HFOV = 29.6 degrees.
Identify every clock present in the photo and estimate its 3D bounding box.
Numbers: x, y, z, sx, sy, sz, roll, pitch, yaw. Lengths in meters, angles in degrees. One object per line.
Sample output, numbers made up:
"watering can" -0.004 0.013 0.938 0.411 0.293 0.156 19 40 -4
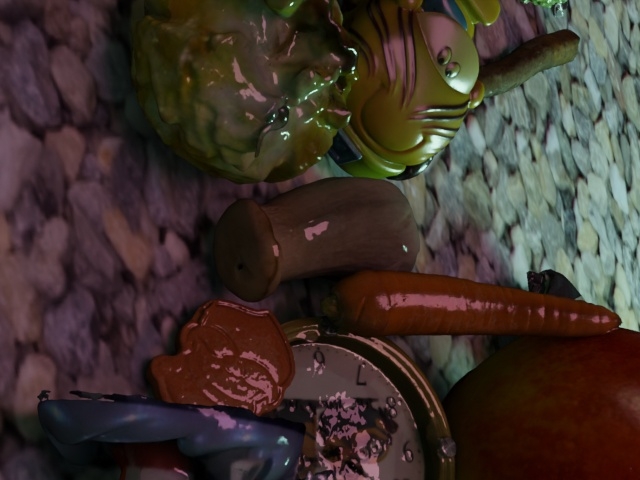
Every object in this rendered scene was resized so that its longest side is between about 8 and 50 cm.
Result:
"clock" 0.007 0.180 1.026 0.237 0.057 0.237 14 62 -27

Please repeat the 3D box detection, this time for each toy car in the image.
"toy car" 0.084 -0.179 1.163 0.200 0.142 0.248 48 47 -31

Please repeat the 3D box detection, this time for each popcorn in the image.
"popcorn" -0.054 -0.147 0.957 0.198 0.212 0.198 23 38 -19

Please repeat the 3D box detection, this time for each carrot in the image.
"carrot" 0.129 0.059 1.061 0.271 0.066 0.062 5 59 -17

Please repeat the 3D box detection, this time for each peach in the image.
"peach" 0.276 0.248 1.126 0.370 0.370 0.370 15 70 -48

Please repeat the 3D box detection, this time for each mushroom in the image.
"mushroom" 0.008 -0.006 1.070 0.247 0.108 0.096 -4 53 -53

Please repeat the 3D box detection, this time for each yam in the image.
"yam" 0.218 -0.200 1.409 0.045 0.045 0.327 49 39 12

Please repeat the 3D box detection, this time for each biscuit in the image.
"biscuit" -0.075 0.101 0.966 0.102 0.019 0.130 49 53 0

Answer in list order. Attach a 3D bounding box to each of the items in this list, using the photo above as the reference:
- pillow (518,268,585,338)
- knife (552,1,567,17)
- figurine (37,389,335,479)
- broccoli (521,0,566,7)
"pillow" 0.311 0.177 1.395 0.335 0.092 0.161 51 43 -31
"knife" 0.287 -0.395 1.468 0.278 0.053 0.123 73 22 -60
"figurine" -0.084 0.306 0.785 0.276 0.248 0.388 44 49 -65
"broccoli" 0.157 -0.387 1.317 0.254 0.186 0.302 26 19 -41
